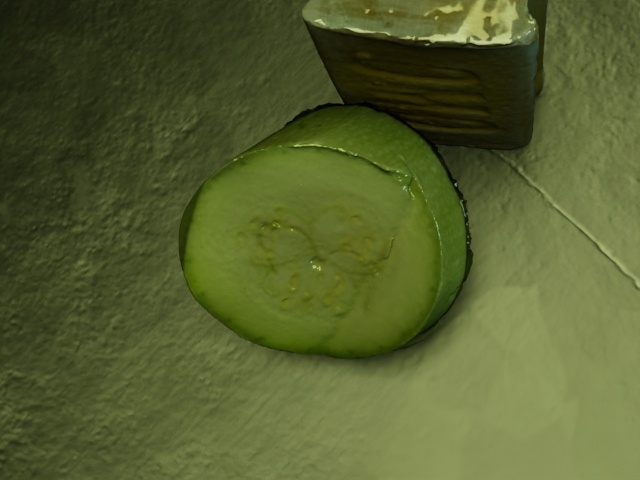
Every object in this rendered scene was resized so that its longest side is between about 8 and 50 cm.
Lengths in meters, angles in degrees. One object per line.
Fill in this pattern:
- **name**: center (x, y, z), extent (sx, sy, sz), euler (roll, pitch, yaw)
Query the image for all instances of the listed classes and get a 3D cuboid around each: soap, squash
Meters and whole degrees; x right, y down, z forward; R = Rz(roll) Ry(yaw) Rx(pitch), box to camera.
- **soap**: center (0.091, -0.152, 0.883), extent (0.173, 0.274, 0.089), euler (7, 81, 12)
- **squash**: center (0.012, 0.004, 0.900), extent (0.220, 0.133, 0.220), euler (8, 111, 22)
